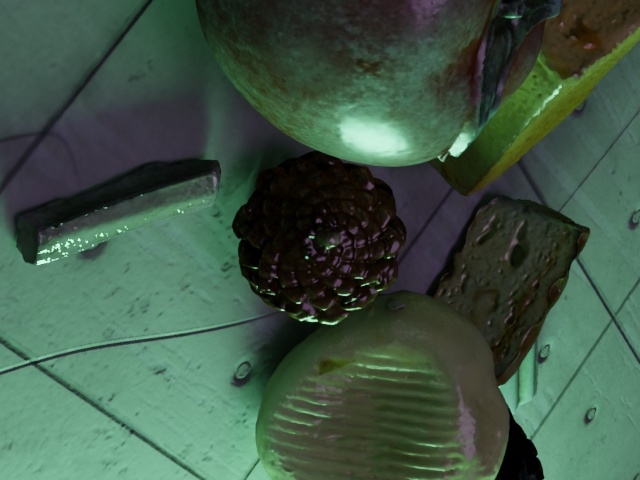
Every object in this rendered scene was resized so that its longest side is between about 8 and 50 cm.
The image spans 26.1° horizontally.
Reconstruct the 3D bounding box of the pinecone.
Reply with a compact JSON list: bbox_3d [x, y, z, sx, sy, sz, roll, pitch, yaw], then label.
[{"bbox_3d":[0.000,0.000,1.274,0.174,0.174,0.173,-27,131,-36],"label":"pinecone"}]

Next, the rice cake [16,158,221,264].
[{"bbox_3d":[-0.163,-0.027,1.163,0.207,0.036,0.047,-23,141,-39],"label":"rice cake"}]

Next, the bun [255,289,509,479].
[{"bbox_3d":[0.072,0.177,1.422,0.160,0.259,0.259,-30,143,-80],"label":"bun"}]

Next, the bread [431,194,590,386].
[{"bbox_3d":[0.201,0.059,1.567,0.232,0.128,0.088,-61,169,-2],"label":"bread"}]

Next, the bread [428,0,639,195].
[{"bbox_3d":[0.207,-0.171,1.331,0.185,0.114,0.274,-40,175,-24],"label":"bread"}]

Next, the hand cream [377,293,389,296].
[{"bbox_3d":[0.060,0.137,1.518,0.062,0.039,0.163,-19,125,-21],"label":"hand cream"}]

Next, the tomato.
[{"bbox_3d":[0.053,-0.216,1.082,0.317,0.283,0.316,-44,146,-41],"label":"tomato"}]

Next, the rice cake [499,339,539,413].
[{"bbox_3d":[0.234,0.121,1.699,0.085,0.040,0.226,-35,135,-32],"label":"rice cake"}]

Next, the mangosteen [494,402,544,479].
[{"bbox_3d":[0.140,0.288,1.571,0.243,0.243,0.242,-27,131,-36],"label":"mangosteen"}]
